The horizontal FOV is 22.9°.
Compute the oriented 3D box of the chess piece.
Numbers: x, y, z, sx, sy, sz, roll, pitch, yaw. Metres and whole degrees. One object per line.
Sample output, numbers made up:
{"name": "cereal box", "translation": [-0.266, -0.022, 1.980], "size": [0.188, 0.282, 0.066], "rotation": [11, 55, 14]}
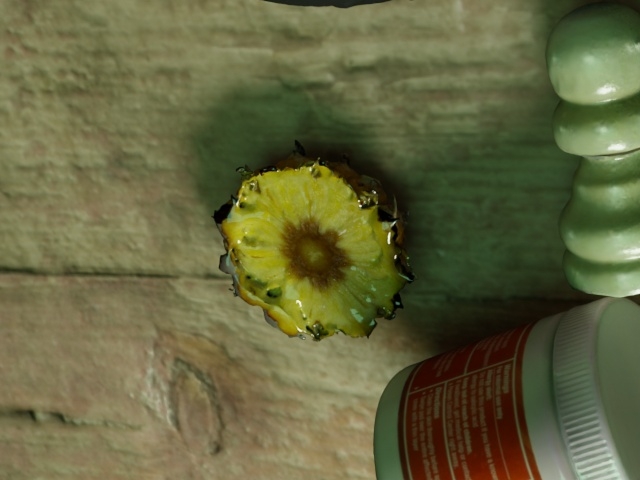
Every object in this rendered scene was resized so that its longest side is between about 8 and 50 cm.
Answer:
{"name": "chess piece", "translation": [0.254, -0.085, 1.364], "size": [0.133, 0.133, 0.243], "rotation": [-6, 110, 24]}

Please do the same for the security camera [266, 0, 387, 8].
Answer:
{"name": "security camera", "translation": [0.004, -0.342, 1.271], "size": [0.191, 0.197, 0.277], "rotation": [8, 115, 6]}

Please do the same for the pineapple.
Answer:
{"name": "pineapple", "translation": [0.000, 0.000, 1.531], "size": [0.225, 0.076, 0.224], "rotation": [11, 121, 18]}

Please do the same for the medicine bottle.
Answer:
{"name": "medicine bottle", "translation": [0.209, 0.204, 1.463], "size": [0.241, 0.252, 0.252], "rotation": [-22, 109, 30]}
